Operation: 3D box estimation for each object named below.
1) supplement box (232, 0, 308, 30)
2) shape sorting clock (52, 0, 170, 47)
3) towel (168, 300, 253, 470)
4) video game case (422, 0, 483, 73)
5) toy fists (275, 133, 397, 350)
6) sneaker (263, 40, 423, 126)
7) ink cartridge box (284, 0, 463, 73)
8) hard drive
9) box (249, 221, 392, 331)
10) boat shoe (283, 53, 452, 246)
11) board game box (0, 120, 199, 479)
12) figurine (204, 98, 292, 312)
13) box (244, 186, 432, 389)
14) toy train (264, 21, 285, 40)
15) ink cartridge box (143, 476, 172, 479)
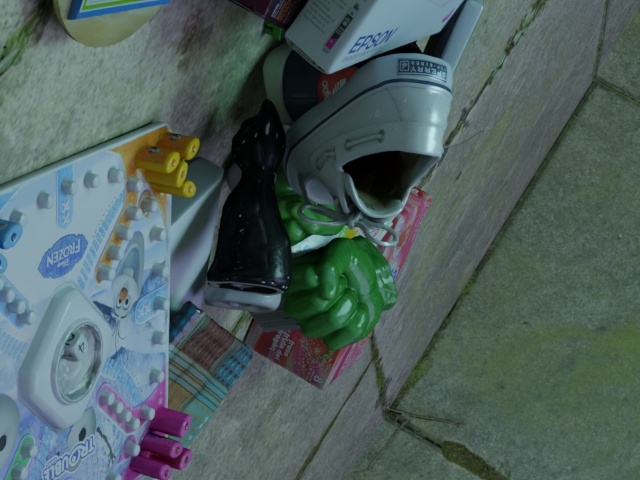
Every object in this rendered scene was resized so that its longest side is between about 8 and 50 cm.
[{"bbox_3d":[-0.052,-0.259,1.538,0.081,0.104,0.188,-62,166,6],"label":"supplement box"},{"bbox_3d":[-0.158,-0.258,1.309,0.206,0.040,0.206,-50,160,-26],"label":"shape sorting clock"},{"bbox_3d":[-0.221,0.255,1.883,0.370,0.040,0.271,-54,163,-5],"label":"towel"},{"bbox_3d":[0.142,-0.216,1.871,0.193,0.023,0.212,-80,-168,-63],"label":"video game case"},{"bbox_3d":[0.000,0.000,1.971,0.142,0.096,0.279,-28,106,-36],"label":"toy fists"},{"bbox_3d":[0.079,-0.228,1.885,0.350,0.148,0.131,-46,130,-46],"label":"sneaker"},{"bbox_3d":[0.138,-0.327,1.565,0.330,0.071,0.324,-51,170,28],"label":"ink cartridge box"},{"bbox_3d":[-0.208,0.095,1.804,0.233,0.047,0.353,-48,162,-39],"label":"hard drive"},{"bbox_3d":[-0.016,0.012,2.093,0.114,0.103,0.203,-9,-144,51],"label":"box"},{"bbox_3d":[0.050,-0.067,1.725,0.367,0.135,0.157,145,-50,-64],"label":"boat shoe"},{"bbox_3d":[-0.231,0.116,1.506,0.390,0.050,0.390,-33,130,-60],"label":"board game box"},{"bbox_3d":[-0.076,-0.035,1.803,0.215,0.092,0.209,118,-22,-77],"label":"figurine"},{"bbox_3d":[0.027,0.044,2.307,0.154,0.142,0.300,-31,148,-64],"label":"box"},{"bbox_3d":[-0.046,-0.253,1.731,0.017,0.023,0.083,-50,163,-34],"label":"toy train"},{"bbox_3d":[-0.237,0.314,1.778,0.150,0.063,0.109,-50,161,-25],"label":"ink cartridge box"}]
